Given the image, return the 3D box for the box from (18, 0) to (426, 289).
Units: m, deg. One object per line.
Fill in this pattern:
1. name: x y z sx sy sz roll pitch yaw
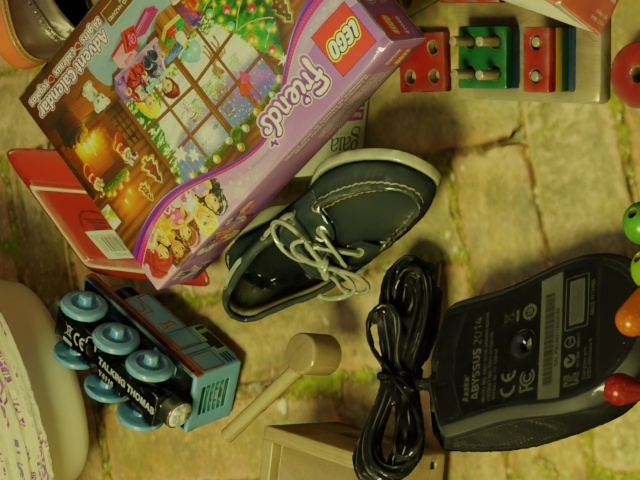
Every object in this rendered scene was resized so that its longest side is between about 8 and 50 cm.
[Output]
1. box: -0.082 -0.130 1.417 0.293 0.057 0.201 -46 74 30

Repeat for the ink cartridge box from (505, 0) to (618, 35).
1. ink cartridge box: 0.176 -0.252 1.260 0.115 0.067 0.198 28 93 39

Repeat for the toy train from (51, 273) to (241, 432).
1. toy train: -0.157 0.098 1.637 0.184 0.105 0.080 38 128 35

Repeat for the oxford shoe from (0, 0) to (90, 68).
1. oxford shoe: -0.264 -0.300 1.713 0.098 0.097 0.271 -11 96 33

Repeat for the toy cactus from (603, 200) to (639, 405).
1. toy cactus: 0.280 0.018 1.194 0.180 0.112 0.219 15 75 15

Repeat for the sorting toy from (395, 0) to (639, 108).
1. sorting toy: 0.136 -0.166 1.352 0.274 0.046 0.132 7 100 45

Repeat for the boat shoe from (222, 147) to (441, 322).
1. boat shoe: 0.000 0.000 1.452 0.254 0.095 0.079 -24 39 49

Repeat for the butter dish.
1. butter dish: -0.162 -0.049 1.623 0.160 0.118 0.160 5 138 39

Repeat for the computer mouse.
1. computer mouse: 0.148 0.084 1.345 0.272 0.072 0.188 -15 56 43

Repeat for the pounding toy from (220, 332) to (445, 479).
1. pounding toy: 0.010 0.176 1.495 0.181 0.094 0.206 11 96 47

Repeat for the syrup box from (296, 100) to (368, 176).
1. syrup box: -0.017 -0.173 1.470 0.096 0.093 0.237 18 108 42

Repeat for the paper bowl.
1. paper bowl: -0.315 0.149 1.734 0.284 0.148 0.284 46 145 46
